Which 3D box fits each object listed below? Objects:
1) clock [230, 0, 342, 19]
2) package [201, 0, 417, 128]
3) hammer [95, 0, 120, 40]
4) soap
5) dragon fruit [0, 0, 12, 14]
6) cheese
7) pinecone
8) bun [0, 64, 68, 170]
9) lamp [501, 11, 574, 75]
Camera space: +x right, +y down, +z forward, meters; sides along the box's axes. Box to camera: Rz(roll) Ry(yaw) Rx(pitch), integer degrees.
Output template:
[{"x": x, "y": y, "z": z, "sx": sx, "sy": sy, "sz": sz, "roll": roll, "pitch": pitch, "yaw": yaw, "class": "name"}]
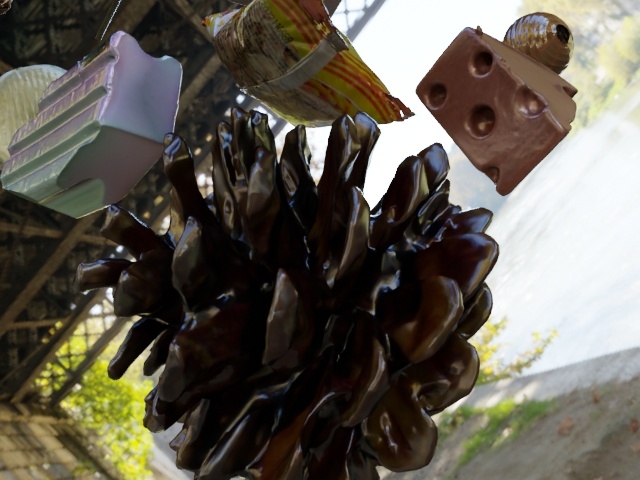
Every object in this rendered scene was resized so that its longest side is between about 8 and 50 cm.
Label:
[{"x": -0.074, "y": -0.405, "z": 1.025, "sx": 0.197, "sy": 0.150, "sz": 0.063, "roll": -1, "pitch": -37, "yaw": -42, "class": "clock"}, {"x": -0.029, "y": -0.214, "z": 0.861, "sx": 0.108, "sy": 0.223, "sz": 0.288, "roll": -54, "pitch": 24, "yaw": -6, "class": "package"}, {"x": -0.328, "y": -0.457, "z": 1.192, "sx": 0.292, "sy": 0.029, "sz": 0.058, "roll": -46, "pitch": 21, "yaw": 35, "class": "hammer"}, {"x": -0.339, "y": -0.140, "z": 0.988, "sx": 0.324, "sy": 0.109, "sz": 0.193, "roll": -14, "pitch": 63, "yaw": 43, "class": "soap"}, {"x": -0.701, "y": -0.576, "z": 1.294, "sx": 0.329, "sy": 0.329, "sz": 0.329, "roll": -48, "pitch": -9, "yaw": -10, "class": "dragon fruit"}, {"x": 0.262, "y": -0.171, "z": 0.910, "sx": 0.177, "sy": 0.203, "sz": 0.128, "roll": -7, "pitch": -37, "yaw": -45, "class": "cheese"}, {"x": -0.037, "y": 0.053, "z": 0.653, "sx": 0.398, "sy": 0.398, "sz": 0.398, "roll": -48, "pitch": -9, "yaw": -10, "class": "pinecone"}, {"x": -0.610, "y": -0.245, "z": 1.545, "sx": 0.287, "sy": 0.287, "sz": 0.146, "roll": -46, "pitch": 9, "yaw": -18, "class": "bun"}, {"x": 0.405, "y": -0.358, "z": 1.296, "sx": 0.136, "sy": 0.136, "sz": 0.136, "roll": -48, "pitch": -9, "yaw": -10, "class": "lamp"}]
